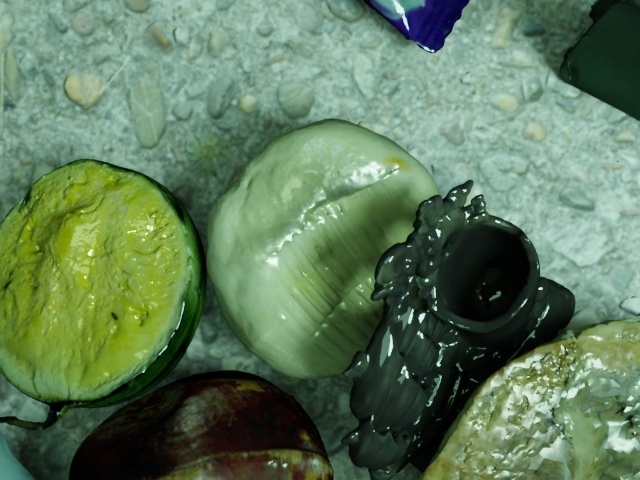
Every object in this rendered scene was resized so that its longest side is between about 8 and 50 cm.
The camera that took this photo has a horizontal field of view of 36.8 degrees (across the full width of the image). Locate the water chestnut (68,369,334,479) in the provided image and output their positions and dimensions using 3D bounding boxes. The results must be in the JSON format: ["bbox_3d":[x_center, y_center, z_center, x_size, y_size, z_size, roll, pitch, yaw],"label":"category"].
[{"bbox_3d":[-0.097,0.227,0.810,0.223,0.224,0.238,-30,59,2],"label":"water chestnut"}]

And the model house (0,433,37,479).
[{"bbox_3d":[-0.380,0.377,0.845,0.329,0.252,0.295,-22,116,24],"label":"model house"}]

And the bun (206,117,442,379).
[{"bbox_3d":[0.000,0.000,0.843,0.229,0.145,0.229,-16,124,-26],"label":"bun"}]

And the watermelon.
[{"bbox_3d":[-0.189,0.051,0.848,0.204,0.127,0.232,-5,75,17],"label":"watermelon"}]

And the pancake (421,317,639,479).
[{"bbox_3d":[0.237,0.248,0.838,0.386,0.082,0.387,-4,103,-18],"label":"pancake"}]

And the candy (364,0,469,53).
[{"bbox_3d":[0.017,-0.286,0.868,0.275,0.070,0.145,27,84,2],"label":"candy"}]

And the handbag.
[{"bbox_3d":[0.341,-0.131,0.777,0.260,0.247,0.079,30,86,1],"label":"handbag"}]

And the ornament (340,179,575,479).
[{"bbox_3d":[0.093,0.086,0.784,0.106,0.260,0.251,33,93,28],"label":"ornament"}]
